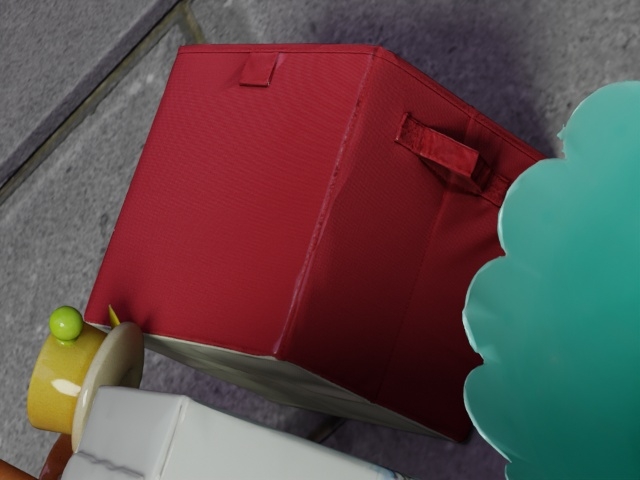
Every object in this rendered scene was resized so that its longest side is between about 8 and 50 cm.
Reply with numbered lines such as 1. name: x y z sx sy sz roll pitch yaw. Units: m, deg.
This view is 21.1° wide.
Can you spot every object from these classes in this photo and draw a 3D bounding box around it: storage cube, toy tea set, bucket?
1. storage cube: 0.000 0.000 1.080 0.215 0.183 0.193 8 75 45
2. toy tea set: -0.195 0.183 1.064 0.124 0.336 0.200 18 50 12
3. bucket: 0.230 0.050 0.826 0.281 0.183 0.281 -22 52 31

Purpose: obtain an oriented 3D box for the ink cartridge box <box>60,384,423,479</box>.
1. ink cartridge box: -0.006 0.209 0.870 0.197 0.270 0.198 -70 16 -9
